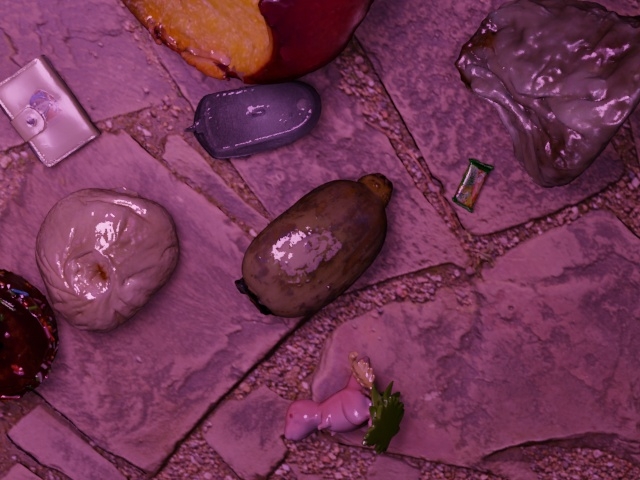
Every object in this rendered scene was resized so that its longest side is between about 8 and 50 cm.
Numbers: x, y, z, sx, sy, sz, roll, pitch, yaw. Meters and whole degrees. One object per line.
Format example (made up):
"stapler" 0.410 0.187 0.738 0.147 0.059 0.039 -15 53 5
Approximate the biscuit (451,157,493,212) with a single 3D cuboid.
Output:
"biscuit" 0.260 -0.096 1.693 0.046 0.016 0.089 23 98 -10

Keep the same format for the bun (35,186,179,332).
"bun" -0.340 0.029 1.587 0.244 0.153 0.243 -2 103 -10

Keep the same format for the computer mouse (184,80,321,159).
"computer mouse" -0.107 -0.198 1.608 0.229 0.068 0.113 -11 84 7

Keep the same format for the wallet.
"wallet" -0.443 -0.205 1.584 0.110 0.039 0.155 -34 103 -2

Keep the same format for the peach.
"peach" -0.127 -0.430 1.432 0.417 0.353 0.339 23 142 -16

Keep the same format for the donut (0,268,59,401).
"donut" -0.530 0.149 1.597 0.235 0.089 0.235 3 109 9

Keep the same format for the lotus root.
"lotus root" 0.000 0.000 1.619 0.309 0.173 0.173 -42 102 -4

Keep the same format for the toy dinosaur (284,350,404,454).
"toy dinosaur" 0.047 0.290 1.712 0.177 0.152 0.194 25 88 28

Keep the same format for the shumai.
"shumai" 0.351 -0.263 1.543 0.263 0.304 0.309 30 91 1
